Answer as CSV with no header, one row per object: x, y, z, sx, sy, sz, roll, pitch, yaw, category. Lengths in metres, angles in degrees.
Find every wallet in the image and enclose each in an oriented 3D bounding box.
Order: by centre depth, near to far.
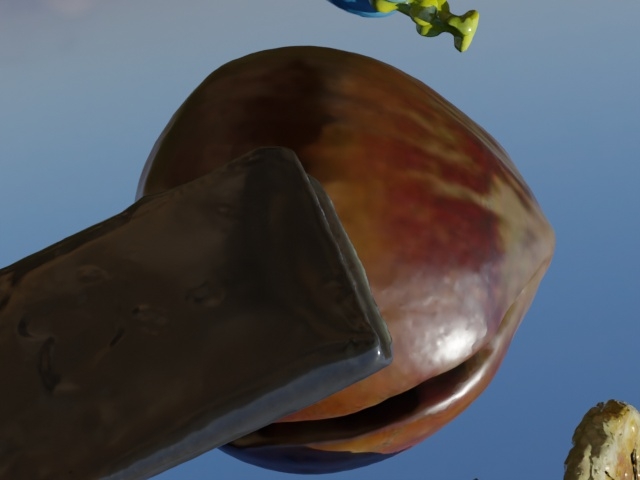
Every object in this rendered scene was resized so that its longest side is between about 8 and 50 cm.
-0.151,0.080,1.122,0.377,0.051,0.197,-26,-126,3,wallet

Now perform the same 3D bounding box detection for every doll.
-0.032,-0.291,1.483,0.099,0.341,0.346,-53,-159,2,doll

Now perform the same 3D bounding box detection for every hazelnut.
0.000,0.000,1.669,0.402,0.402,0.429,-9,-150,18,hazelnut

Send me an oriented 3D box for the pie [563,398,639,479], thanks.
0.295,0.295,1.793,0.055,0.274,0.274,-1,-167,23,pie

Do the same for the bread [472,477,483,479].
0.076,0.358,1.505,0.314,0.192,0.171,-30,180,-24,bread
